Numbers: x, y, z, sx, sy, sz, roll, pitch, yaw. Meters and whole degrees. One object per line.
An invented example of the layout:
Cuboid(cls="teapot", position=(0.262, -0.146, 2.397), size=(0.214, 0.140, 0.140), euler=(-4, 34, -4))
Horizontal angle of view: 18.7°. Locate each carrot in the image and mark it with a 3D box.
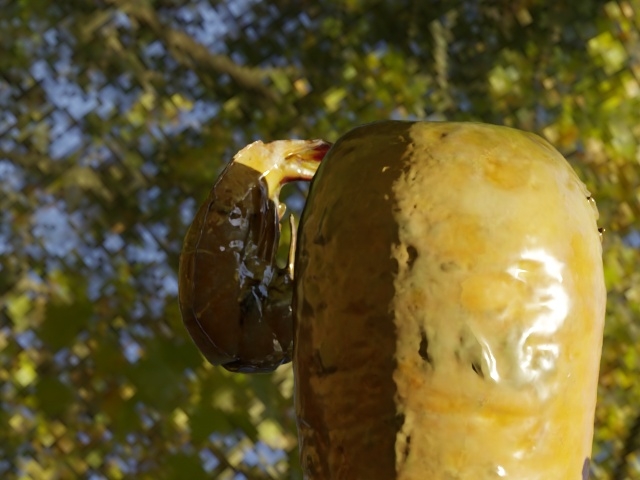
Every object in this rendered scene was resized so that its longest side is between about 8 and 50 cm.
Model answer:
Cuboid(cls="carrot", position=(0.084, 0.092, 1.352), size=(0.224, 0.224, 0.340), euler=(0, -96, 39))

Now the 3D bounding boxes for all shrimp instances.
Cuboid(cls="shrimp", position=(-0.006, 0.000, 1.553), size=(0.289, 0.178, 0.075), euler=(-15, -171, -34))
